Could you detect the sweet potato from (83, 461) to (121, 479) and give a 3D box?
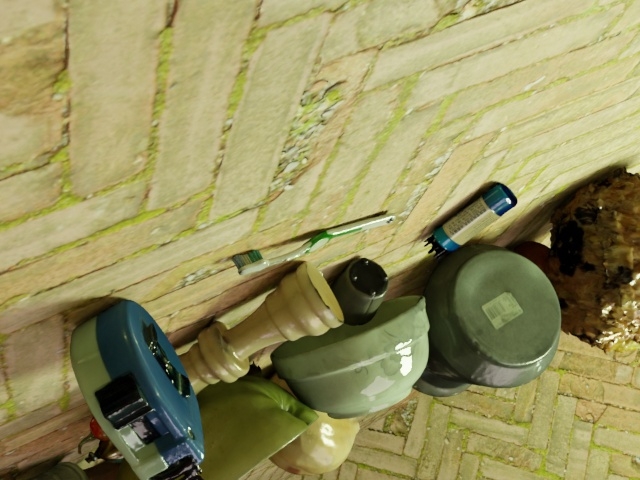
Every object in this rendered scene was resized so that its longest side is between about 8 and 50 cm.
[{"bbox_3d":[-0.474,0.510,1.736,0.385,0.109,0.109,-42,159,28],"label":"sweet potato"}]

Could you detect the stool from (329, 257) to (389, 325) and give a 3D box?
[{"bbox_3d":[0.066,0.088,1.491,0.096,0.096,0.110,-19,154,-32],"label":"stool"}]

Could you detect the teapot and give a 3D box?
[{"bbox_3d":[0.290,0.209,1.841,0.376,0.305,0.362,-27,168,-26],"label":"teapot"}]

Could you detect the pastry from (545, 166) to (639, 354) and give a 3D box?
[{"bbox_3d":[0.652,0.066,1.875,0.337,0.405,0.292,-26,179,-23],"label":"pastry"}]

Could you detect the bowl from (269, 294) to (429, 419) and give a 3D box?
[{"bbox_3d":[0.070,0.225,1.603,0.307,0.163,0.307,-18,-176,1],"label":"bowl"}]

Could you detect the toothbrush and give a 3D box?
[{"bbox_3d":[0.001,0.002,1.264,0.304,0.030,0.030,-16,157,-37],"label":"toothbrush"}]

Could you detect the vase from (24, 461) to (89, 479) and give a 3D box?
[{"bbox_3d":[-0.558,0.482,1.500,0.143,0.143,0.299,-40,156,27],"label":"vase"}]

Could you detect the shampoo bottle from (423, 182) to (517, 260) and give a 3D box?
[{"bbox_3d":[0.267,-0.032,1.551,0.183,0.050,0.087,-38,163,21],"label":"shampoo bottle"}]

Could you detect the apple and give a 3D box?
[{"bbox_3d":[-0.169,0.387,1.482,0.360,0.320,0.312,-42,126,9],"label":"apple"}]

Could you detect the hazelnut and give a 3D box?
[{"bbox_3d":[-0.029,0.387,1.874,0.241,0.261,0.261,21,134,-27],"label":"hazelnut"}]

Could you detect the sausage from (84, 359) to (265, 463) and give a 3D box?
[{"bbox_3d":[-0.274,0.339,1.652,0.372,0.082,0.082,-23,160,-21],"label":"sausage"}]

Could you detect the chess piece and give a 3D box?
[{"bbox_3d":[-0.157,0.182,1.369,0.397,0.117,0.117,-32,162,8],"label":"chess piece"}]

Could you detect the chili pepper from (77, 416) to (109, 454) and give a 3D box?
[{"bbox_3d":[-0.337,0.289,1.456,0.191,0.050,0.059,-38,125,-13],"label":"chili pepper"}]

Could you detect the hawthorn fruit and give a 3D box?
[{"bbox_3d":[0.509,0.132,2.049,0.207,0.243,0.207,-30,161,-11],"label":"hawthorn fruit"}]

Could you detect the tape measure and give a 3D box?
[{"bbox_3d":[-0.240,0.161,1.159,0.098,0.215,0.351,-30,-154,-2],"label":"tape measure"}]
